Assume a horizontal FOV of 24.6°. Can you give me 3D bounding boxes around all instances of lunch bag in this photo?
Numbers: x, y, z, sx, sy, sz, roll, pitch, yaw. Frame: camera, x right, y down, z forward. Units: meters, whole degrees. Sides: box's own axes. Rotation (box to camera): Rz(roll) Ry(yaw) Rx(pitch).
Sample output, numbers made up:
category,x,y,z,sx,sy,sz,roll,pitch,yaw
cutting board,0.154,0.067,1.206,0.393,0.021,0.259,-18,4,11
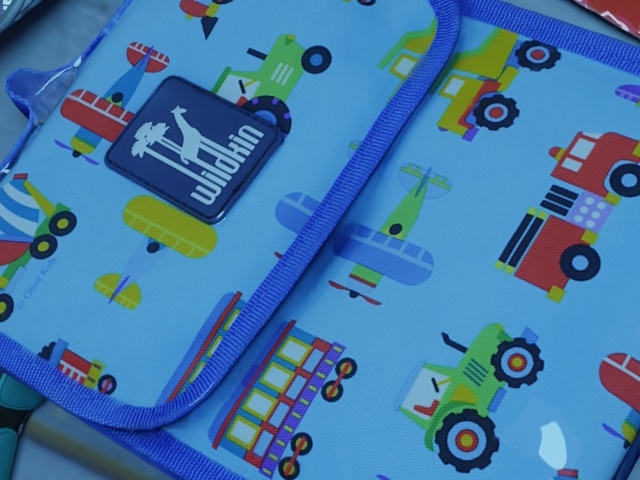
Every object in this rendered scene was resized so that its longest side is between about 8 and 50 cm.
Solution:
category,x,y,z,sx,sy,sz,roll,pitch,yaw
lunch bag,0.000,0.000,0.583,0.293,0.138,0.221,28,77,17

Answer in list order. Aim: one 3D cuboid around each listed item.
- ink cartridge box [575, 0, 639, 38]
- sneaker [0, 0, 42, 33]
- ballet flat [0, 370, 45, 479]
category,x,y,z,sx,sy,sz,roll,pitch,yaw
ink cartridge box,0.263,-0.238,0.605,0.308,0.091,0.385,31,85,6
sneaker,-0.131,-0.121,0.634,0.152,0.061,0.054,-30,94,3
ballet flat,-0.141,0.070,0.624,0.041,0.041,0.114,22,85,6
